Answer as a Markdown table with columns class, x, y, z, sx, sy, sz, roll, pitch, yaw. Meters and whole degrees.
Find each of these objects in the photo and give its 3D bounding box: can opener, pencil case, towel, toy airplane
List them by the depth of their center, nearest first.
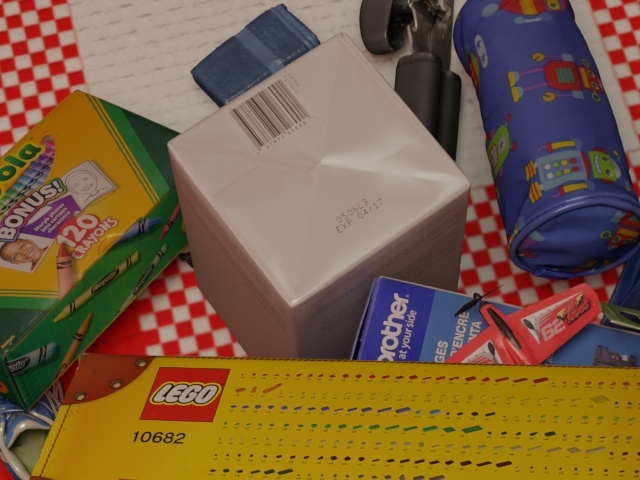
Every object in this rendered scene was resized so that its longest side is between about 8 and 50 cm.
| class | x | y | z | sx | sy | sz | roll | pitch | yaw |
| --- | --- | --- | --- | --- | --- | --- | --- | --- | --- |
| toy airplane | 0.156 | 0.096 | 1.281 | 0.151 | 0.028 | 0.151 | 0 | 63 | -1 |
| pencil case | 0.198 | -0.101 | 1.579 | 0.119 | 0.133 | 0.306 | 8 | 46 | -20 |
| can opener | 0.081 | -0.139 | 1.672 | 0.095 | 0.076 | 0.284 | -9 | 62 | 32 |
| towel | -0.062 | -0.173 | 1.698 | 0.119 | 0.029 | 0.067 | -38 | 71 | -15 |

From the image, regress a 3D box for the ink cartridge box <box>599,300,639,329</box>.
| class | x | y | z | sx | sy | sz | roll | pitch | yaw |
| --- | --- | --- | --- | --- | --- | --- | --- | --- | --- |
| ink cartridge box | 0.319 | 0.050 | 1.319 | 0.209 | 0.109 | 0.062 | 14 | 98 | -1 |

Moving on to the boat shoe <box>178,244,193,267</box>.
| class | x | y | z | sx | sy | sz | roll | pitch | yaw |
| --- | --- | --- | --- | --- | --- | --- | --- | --- | --- |
| boat shoe | -0.090 | -0.028 | 1.631 | 0.046 | 0.038 | 0.125 | 12 | 59 | 41 |

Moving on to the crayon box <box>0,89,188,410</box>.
| class | x | y | z | sx | sy | sz | roll | pitch | yaw |
| --- | --- | --- | --- | --- | --- | --- | --- | --- | --- |
| crayon box | -0.235 | 0.001 | 1.547 | 0.165 | 0.081 | 0.278 | 24 | 56 | 28 |

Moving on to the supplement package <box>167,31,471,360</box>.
| class | x | y | z | sx | sy | sz | roll | pitch | yaw |
| --- | --- | --- | --- | --- | --- | --- | --- | --- | --- |
| supplement package | 0.000 | 0.000 | 1.476 | 0.177 | 0.293 | 0.175 | -34 | 69 | -14 |

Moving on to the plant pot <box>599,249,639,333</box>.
| class | x | y | z | sx | sy | sz | roll | pitch | yaw |
| --- | --- | --- | --- | --- | --- | --- | --- | --- | --- |
| plant pot | 0.393 | 0.006 | 1.509 | 0.212 | 0.236 | 0.236 | 25 | 69 | 4 |

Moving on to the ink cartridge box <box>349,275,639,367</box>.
| class | x | y | z | sx | sy | sz | roll | pitch | yaw |
| --- | --- | --- | --- | --- | --- | --- | --- | --- | --- |
| ink cartridge box | 0.150 | 0.172 | 1.410 | 0.395 | 0.270 | 0.151 | 14 | 63 | 7 |

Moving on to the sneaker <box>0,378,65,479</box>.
| class | x | y | z | sx | sy | sz | roll | pitch | yaw |
| --- | --- | --- | --- | --- | --- | --- | --- | --- | --- |
| sneaker | -0.255 | 0.148 | 1.531 | 0.080 | 0.081 | 0.211 | -31 | 68 | -10 |

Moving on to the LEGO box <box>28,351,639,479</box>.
| class | x | y | z | sx | sy | sz | roll | pitch | yaw |
| --- | --- | --- | --- | --- | --- | --- | --- | --- | --- |
| LEGO box | 0.077 | 0.279 | 1.239 | 0.500 | 0.373 | 0.193 | 1 | 40 | 14 |
